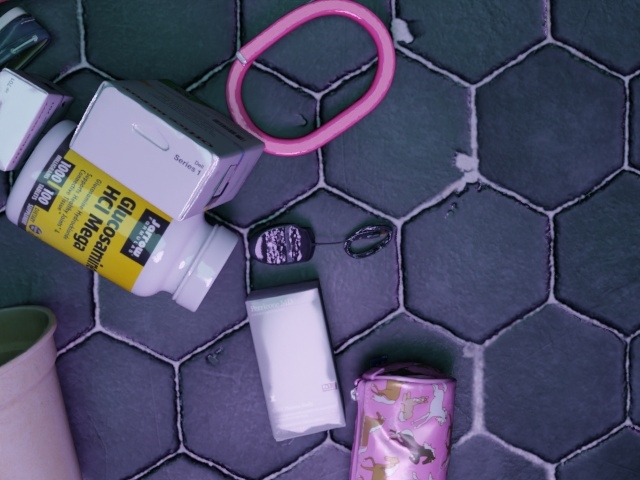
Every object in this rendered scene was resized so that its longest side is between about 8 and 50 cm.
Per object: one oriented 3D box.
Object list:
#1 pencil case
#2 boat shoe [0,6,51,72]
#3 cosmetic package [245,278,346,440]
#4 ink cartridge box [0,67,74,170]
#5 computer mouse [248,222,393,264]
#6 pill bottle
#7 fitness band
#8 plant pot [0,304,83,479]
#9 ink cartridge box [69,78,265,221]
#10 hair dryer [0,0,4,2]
[{"bbox_3d":[0.121,0.391,1.852,0.167,0.160,0.386,9,97,27],"label":"pencil case"},{"bbox_3d":[-0.533,-0.254,1.800,0.079,0.095,0.254,42,85,6],"label":"boat shoe"},{"bbox_3d":[-0.039,0.191,1.854,0.127,0.107,0.238,-13,99,3],"label":"cosmetic package"},{"bbox_3d":[-0.467,-0.187,1.756,0.082,0.191,0.139,31,95,-4],"label":"ink cartridge box"},{"bbox_3d":[0.000,0.000,1.871,0.242,0.041,0.071,-3,105,-8],"label":"computer mouse"},{"bbox_3d":[-0.306,-0.031,1.778,0.334,0.188,0.188,30,95,-4],"label":"pill bottle"},{"bbox_3d":[-0.016,-0.265,1.829,0.291,0.054,0.209,-35,96,4],"label":"fitness band"},{"bbox_3d":[-0.523,0.310,1.769,0.334,0.334,0.305,-17,108,0],"label":"plant pot"},{"bbox_3d":[-0.223,-0.144,1.705,0.201,0.278,0.117,34,103,4],"label":"ink cartridge box"},{"bbox_3d":[-0.535,-0.346,1.755,0.293,0.080,0.223,-36,62,11],"label":"hair dryer"}]
